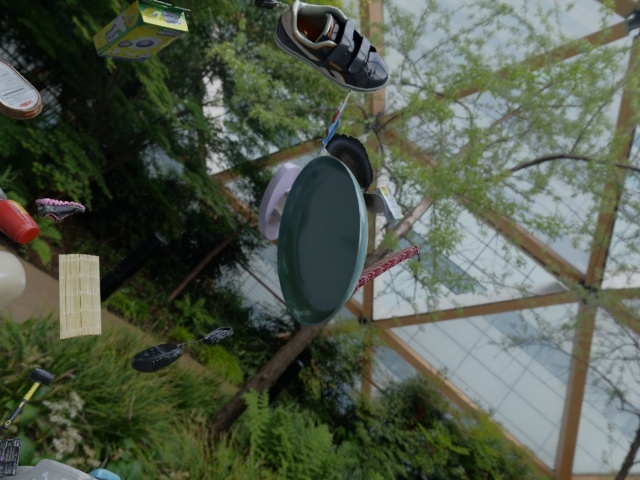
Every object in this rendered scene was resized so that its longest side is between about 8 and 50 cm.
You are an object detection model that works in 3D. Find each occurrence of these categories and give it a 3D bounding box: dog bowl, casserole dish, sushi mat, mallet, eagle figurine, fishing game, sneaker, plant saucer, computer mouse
[{"bbox_3d":[-0.796,0.747,1.233,0.349,0.102,0.348,6,-50,7],"label":"dog bowl"},{"bbox_3d":[-0.741,0.810,1.412,0.114,0.188,0.037,42,26,-23],"label":"casserole dish"},{"bbox_3d":[-0.905,0.206,1.600,0.019,0.316,0.151,-18,-16,34],"label":"sushi mat"},{"bbox_3d":[-0.830,0.453,1.215,0.062,0.039,0.189,26,33,-21],"label":"mallet"},{"bbox_3d":[0.097,-0.218,1.580,0.225,0.226,0.298,38,40,-53],"label":"eagle figurine"},{"bbox_3d":[0.030,-0.366,1.363,0.041,0.189,0.264,28,-21,-3],"label":"fishing game"},{"bbox_3d":[-0.670,-0.074,1.096,0.047,0.057,0.119,-5,-6,31],"label":"sneaker"},{"bbox_3d":[0.046,-0.476,1.057,0.321,0.126,0.127,18,-12,-17],"label":"sneaker"},{"bbox_3d":[0.000,0.000,0.806,0.044,0.317,0.318,5,8,-29],"label":"plant saucer"},{"bbox_3d":[-0.315,0.256,0.995,0.071,0.242,0.041,8,-72,55],"label":"computer mouse"}]

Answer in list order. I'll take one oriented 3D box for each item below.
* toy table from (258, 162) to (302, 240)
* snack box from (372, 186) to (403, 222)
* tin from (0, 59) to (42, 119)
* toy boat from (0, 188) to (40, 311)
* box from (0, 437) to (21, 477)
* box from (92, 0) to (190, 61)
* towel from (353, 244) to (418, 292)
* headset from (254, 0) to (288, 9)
[{"bbox_3d":[-0.068,-0.082,1.282,0.161,0.252,0.274,33,-36,20],"label":"toy table"},{"bbox_3d":[0.269,-0.144,1.685,0.100,0.037,0.141,-16,79,-58],"label":"snack box"},{"bbox_3d":[-0.825,-0.399,1.112,0.190,0.106,0.040,44,-36,-3],"label":"tin"},{"bbox_3d":[-0.672,0.038,0.812,0.148,0.318,0.267,41,9,3],"label":"toy boat"},{"bbox_3d":[-0.770,0.528,1.028,0.067,0.083,0.018,5,-24,-28],"label":"box"},{"bbox_3d":[-0.338,-0.401,0.815,0.179,0.105,0.043,-13,-84,35],"label":"box"},{"bbox_3d":[0.172,0.102,1.376,0.031,0.275,0.199,61,-17,1],"label":"towel"},{"bbox_3d":[0.071,-0.292,0.257,0.394,0.185,0.243,-10,-58,51],"label":"headset"}]
